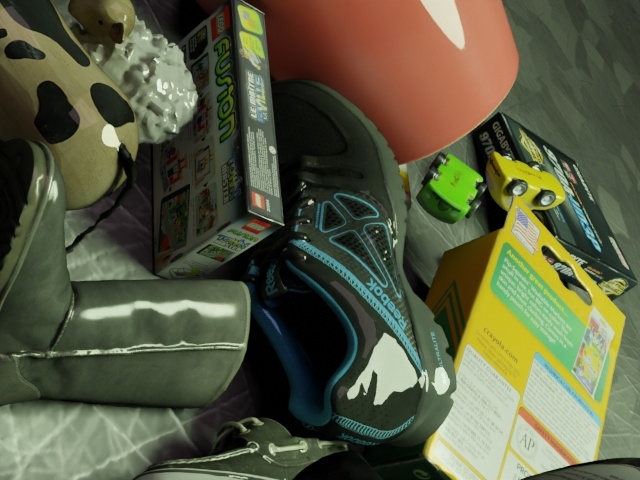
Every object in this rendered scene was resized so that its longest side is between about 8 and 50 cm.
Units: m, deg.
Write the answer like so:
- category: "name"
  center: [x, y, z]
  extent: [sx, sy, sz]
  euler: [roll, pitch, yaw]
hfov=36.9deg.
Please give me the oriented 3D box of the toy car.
- category: "toy car"
  center: [0.145, -0.073, 1.031]
  extent: [0.239, 0.053, 0.225]
  euler: [36, 32, 1]

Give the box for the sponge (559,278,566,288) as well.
- category: "sponge"
  center: [0.227, 0.073, 1.095]
  extent: [0.210, 0.031, 0.117]
  euler: [2, 64, -50]

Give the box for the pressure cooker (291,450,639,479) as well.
- category: "pressure cooker"
  center: [0.095, 0.305, 0.492]
  extent: [0.375, 0.370, 0.420]
  euler: [-21, 81, -49]

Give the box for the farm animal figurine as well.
- category: "farm animal figurine"
  center: [-0.230, -0.134, 0.579]
  extent: [0.327, 0.172, 0.330]
  euler: [46, 38, -17]

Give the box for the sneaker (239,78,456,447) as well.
- category: "sneaker"
  center: [0.000, 0.000, 0.775]
  extent: [0.140, 0.125, 0.341]
  euler: [11, 50, -49]

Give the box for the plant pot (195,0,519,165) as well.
- category: "plant pot"
  center: [0.050, -0.221, 0.921]
  extent: [0.243, 0.275, 0.275]
  euler: [52, 35, -28]

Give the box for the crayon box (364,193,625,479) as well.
- category: "crayon box"
  center: [0.180, 0.139, 0.916]
  extent: [0.203, 0.083, 0.323]
  euler: [45, 48, -19]

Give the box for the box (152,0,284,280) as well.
- category: "box"
  center: [-0.087, -0.080, 0.761]
  extent: [0.036, 0.114, 0.207]
  euler: [22, 50, -40]

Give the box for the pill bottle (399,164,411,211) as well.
- category: "pill bottle"
  center: [0.069, -0.067, 0.996]
  extent: [0.043, 0.043, 0.083]
  euler: [25, 47, -37]

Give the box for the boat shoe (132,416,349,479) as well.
- category: "boat shoe"
  center: [-0.051, 0.163, 0.672]
  extent: [0.219, 0.078, 0.070]
  euler: [21, 51, -51]

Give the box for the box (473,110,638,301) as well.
- category: "box"
  center: [0.292, -0.042, 1.203]
  extent: [0.175, 0.051, 0.220]
  euler: [24, 37, -37]

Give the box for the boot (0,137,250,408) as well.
- category: "boot"
  center: [-0.125, 0.034, 0.602]
  extent: [0.208, 0.189, 0.076]
  euler: [8, 30, -39]
